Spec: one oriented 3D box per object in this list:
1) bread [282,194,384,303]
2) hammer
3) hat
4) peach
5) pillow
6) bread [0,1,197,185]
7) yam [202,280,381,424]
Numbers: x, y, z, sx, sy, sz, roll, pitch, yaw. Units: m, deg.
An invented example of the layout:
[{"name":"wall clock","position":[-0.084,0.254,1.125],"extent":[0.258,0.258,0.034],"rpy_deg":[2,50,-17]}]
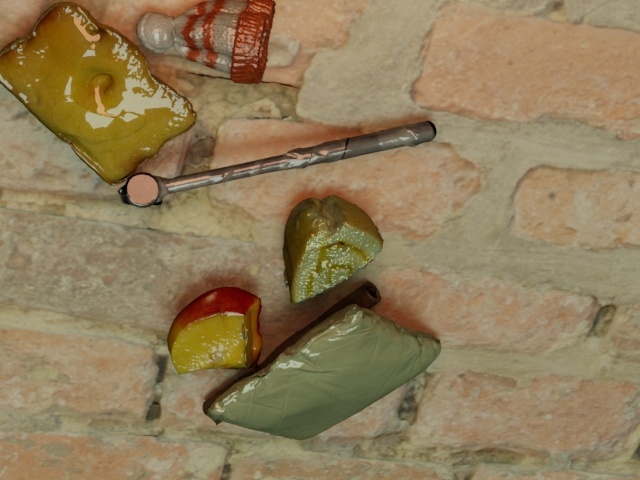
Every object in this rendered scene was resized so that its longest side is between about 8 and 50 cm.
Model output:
[{"name":"bread","position":[-0.005,0.002,1.934],"extent":[0.156,0.103,0.110],"rpy_deg":[-34,132,8]},{"name":"hammer","position":[-0.051,-0.100,1.842],"extent":[0.427,0.152,0.044],"rpy_deg":[-12,92,-8]},{"name":"hat","position":[-0.142,-0.252,1.734],"extent":[0.162,0.093,0.112],"rpy_deg":[11,117,4]},{"name":"peach","position":[-0.148,0.128,2.001],"extent":[0.151,0.118,0.151],"rpy_deg":[-4,163,-1]},{"name":"pillow","position":[0.009,0.193,2.066],"extent":[0.281,0.076,0.274],"rpy_deg":[-36,150,18]},{"name":"bread","position":[-0.278,-0.190,1.746],"extent":[0.161,0.088,0.233],"rpy_deg":[-38,122,13]},{"name":"yam","position":[-0.044,0.169,2.097],"extent":[0.327,0.045,0.045],"rpy_deg":[-38,93,18]}]
